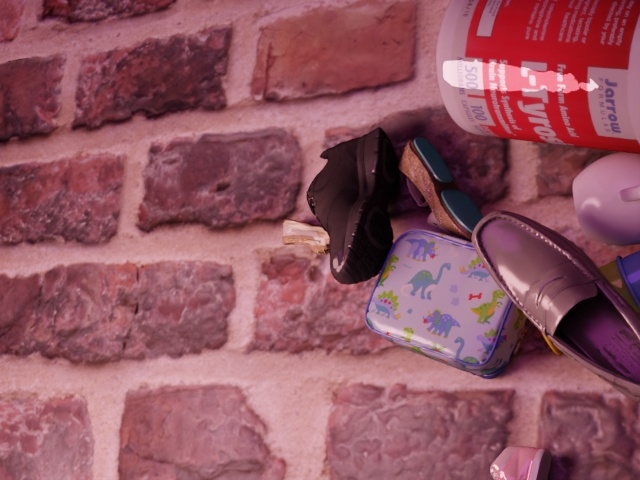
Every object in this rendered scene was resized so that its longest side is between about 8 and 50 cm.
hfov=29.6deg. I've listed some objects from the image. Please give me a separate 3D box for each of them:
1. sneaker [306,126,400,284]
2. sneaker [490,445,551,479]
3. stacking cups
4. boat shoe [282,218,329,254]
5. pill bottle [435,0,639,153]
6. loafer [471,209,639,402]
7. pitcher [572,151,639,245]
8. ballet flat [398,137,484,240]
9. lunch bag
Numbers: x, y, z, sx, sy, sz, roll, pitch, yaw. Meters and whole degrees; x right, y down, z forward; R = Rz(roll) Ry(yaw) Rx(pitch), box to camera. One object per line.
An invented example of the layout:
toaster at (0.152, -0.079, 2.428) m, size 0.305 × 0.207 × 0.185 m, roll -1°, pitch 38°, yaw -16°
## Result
sneaker at (0.040, -0.042, 1.797) m, size 0.130 × 0.109 × 0.286 m, roll -11°, pitch 41°, yaw 23°
sneaker at (0.252, 0.332, 1.591) m, size 0.070 × 0.051 × 0.134 m, roll 8°, pitch 72°, yaw 33°
stacking cups at (0.432, 0.041, 1.580) m, size 0.316 × 0.096 × 0.096 m, roll -28°, pitch 59°, yaw 16°
boat shoe at (0.000, 0.000, 1.870) m, size 0.135 × 0.050 × 0.045 m, roll 13°, pitch 91°, yaw 33°
pill bottle at (0.372, -0.229, 1.551) m, size 0.408 × 0.229 × 0.229 m, roll 11°, pitch 76°, yaw 38°
loafer at (0.313, 0.075, 1.509) m, size 0.319 × 0.111 × 0.112 m, roll 41°, pitch 100°, yaw 18°
pitcher at (0.432, -0.065, 1.569) m, size 0.207 × 0.178 × 0.125 m, roll -12°, pitch 83°, yaw 24°
ballet flat at (0.177, -0.061, 1.790) m, size 0.067 × 0.073 × 0.206 m, roll -54°, pitch 47°, yaw 34°
lunch bag at (0.186, 0.083, 1.701) m, size 0.219 × 0.090 × 0.176 m, roll 17°, pitch 81°, yaw 33°
